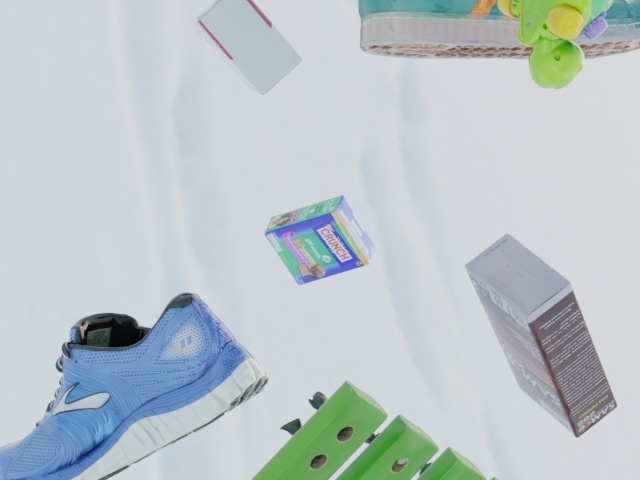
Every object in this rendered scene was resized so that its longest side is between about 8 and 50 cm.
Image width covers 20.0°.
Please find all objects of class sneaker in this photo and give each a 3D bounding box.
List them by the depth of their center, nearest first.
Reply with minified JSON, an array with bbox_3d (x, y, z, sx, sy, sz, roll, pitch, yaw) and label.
[{"bbox_3d":[0.187,-0.240,1.754,0.108,0.302,0.121,144,-53,-82],"label":"sneaker"},{"bbox_3d":[-0.203,0.147,1.756,0.147,0.330,0.130,61,29,3],"label":"sneaker"}]

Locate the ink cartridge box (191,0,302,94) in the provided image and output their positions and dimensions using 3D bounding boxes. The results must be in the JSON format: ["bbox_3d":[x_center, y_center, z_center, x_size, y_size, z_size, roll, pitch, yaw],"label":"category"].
[{"bbox_3d":[-0.083,-0.222,2.007,0.109,0.063,0.150,48,0,-9],"label":"ink cartridge box"}]

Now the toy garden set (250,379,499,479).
[{"bbox_3d":[0.012,0.212,1.314,0.244,0.204,0.049,37,8,-46],"label":"toy garden set"}]

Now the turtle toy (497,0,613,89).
[{"bbox_3d":[0.189,-0.181,1.407,0.066,0.130,0.095,11,15,-32],"label":"turtle toy"}]

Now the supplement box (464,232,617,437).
[{"bbox_3d":[0.269,0.117,2.196,0.130,0.073,0.239,42,-15,47],"label":"supplement box"}]

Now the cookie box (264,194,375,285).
[{"bbox_3d":[0.000,0.000,2.269,0.092,0.107,0.040,57,31,-27],"label":"cookie box"}]
